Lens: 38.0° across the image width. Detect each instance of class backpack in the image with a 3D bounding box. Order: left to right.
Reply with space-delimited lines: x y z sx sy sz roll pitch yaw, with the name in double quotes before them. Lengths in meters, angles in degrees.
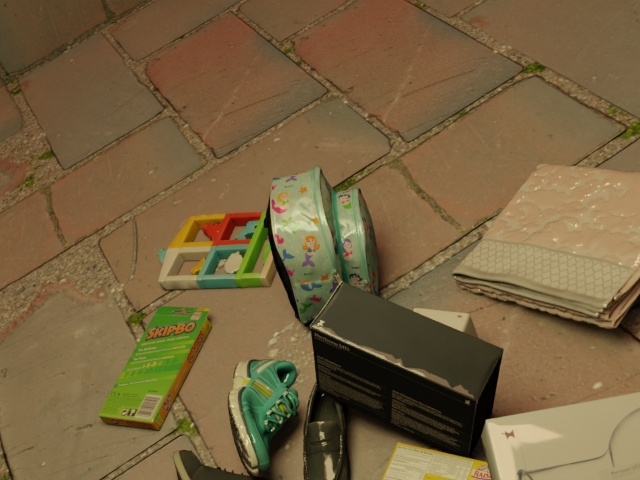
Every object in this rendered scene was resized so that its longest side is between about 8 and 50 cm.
"backpack" 0.000 0.000 1.645 0.191 0.253 0.225 -16 40 12

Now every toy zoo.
"toy zoo" -0.209 0.020 1.906 0.293 0.030 0.192 -2 45 25

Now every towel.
"towel" 0.424 -0.011 1.551 0.332 0.053 0.317 14 54 49

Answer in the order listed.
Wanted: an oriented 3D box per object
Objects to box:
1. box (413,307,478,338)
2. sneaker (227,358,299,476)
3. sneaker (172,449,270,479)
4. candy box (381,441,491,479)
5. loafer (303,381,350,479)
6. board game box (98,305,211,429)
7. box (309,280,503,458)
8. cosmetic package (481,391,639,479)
"box" 0.189 0.176 1.484 0.102 0.087 0.101 5 48 31
"sneaker" -0.088 0.267 1.492 0.110 0.107 0.275 -8 25 3
"sneaker" -0.150 0.389 1.455 0.118 0.083 0.222 -19 29 -21
"candy box" 0.185 0.359 1.335 0.206 0.027 0.105 6 47 32
"loafer" 0.004 0.310 1.441 0.076 0.078 0.223 -12 41 16
"board game box" -0.299 0.229 1.722 0.124 0.039 0.259 1 49 27
"box" 0.124 0.193 1.372 0.261 0.184 0.103 22 58 20
"cosmetic package" 0.363 0.366 1.039 0.284 0.097 0.377 -12 65 2
